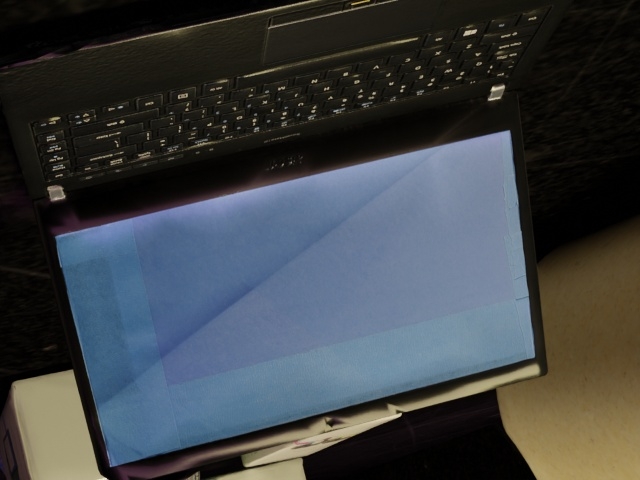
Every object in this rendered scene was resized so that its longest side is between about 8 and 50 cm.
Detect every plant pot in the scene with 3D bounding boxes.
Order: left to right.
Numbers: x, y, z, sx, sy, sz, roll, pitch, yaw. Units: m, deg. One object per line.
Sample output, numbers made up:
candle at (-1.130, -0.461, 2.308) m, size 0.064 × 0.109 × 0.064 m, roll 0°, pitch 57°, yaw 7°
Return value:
plant pot at (0.296, 0.088, 1.105) m, size 0.333 × 0.334 × 0.305 m, roll -8°, pitch 176°, yaw -32°

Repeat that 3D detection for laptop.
laptop at (0.000, 0.000, 0.671) m, size 0.234 × 0.137 × 0.264 m, roll -14°, pitch 168°, yaw -9°

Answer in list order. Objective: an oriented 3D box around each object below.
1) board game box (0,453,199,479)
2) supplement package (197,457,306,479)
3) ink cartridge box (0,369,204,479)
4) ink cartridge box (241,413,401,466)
board game box at (-0.216, 0.258, 1.525) m, size 0.194 × 0.194 × 0.060 m, roll 4°, pitch 161°, yaw -18°
supplement package at (-0.111, 0.293, 1.249) m, size 0.203 × 0.194 × 0.149 m, roll -18°, pitch 171°, yaw 25°
ink cartridge box at (-0.170, 0.156, 1.259) m, size 0.154 × 0.093 × 0.212 m, roll -12°, pitch 170°, yaw -18°
ink cartridge box at (-0.003, 0.094, 1.158) m, size 0.061 × 0.104 × 0.181 m, roll -5°, pitch 164°, yaw -33°
